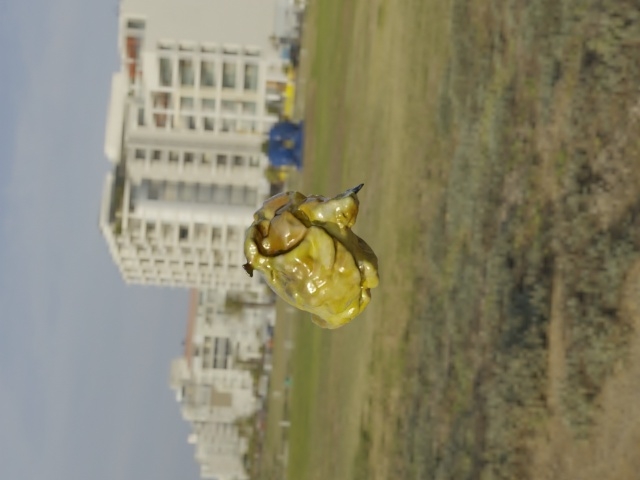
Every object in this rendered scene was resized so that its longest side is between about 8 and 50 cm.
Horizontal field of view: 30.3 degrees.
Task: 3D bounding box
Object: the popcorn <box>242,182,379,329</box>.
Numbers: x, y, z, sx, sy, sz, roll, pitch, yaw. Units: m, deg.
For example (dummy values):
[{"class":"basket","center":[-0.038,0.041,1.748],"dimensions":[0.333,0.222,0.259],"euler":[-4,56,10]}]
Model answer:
[{"class":"popcorn","center":[0.000,0.000,0.654],"dimensions":[0.084,0.084,0.084],"euler":[-176,90,-87]}]
